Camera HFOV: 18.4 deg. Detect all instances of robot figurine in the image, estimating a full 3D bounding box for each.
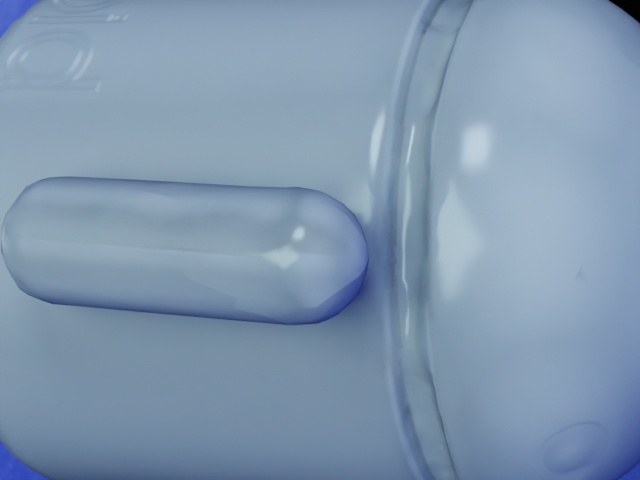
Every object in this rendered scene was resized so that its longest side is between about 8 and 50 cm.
[{"bbox_3d":[0.000,0.000,0.752,0.353,0.300,0.199,1,96,20],"label":"robot figurine"}]

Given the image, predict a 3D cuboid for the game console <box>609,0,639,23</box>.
[{"bbox_3d":[0.239,-0.022,0.777,0.213,0.044,0.361,-26,77,27],"label":"game console"}]
